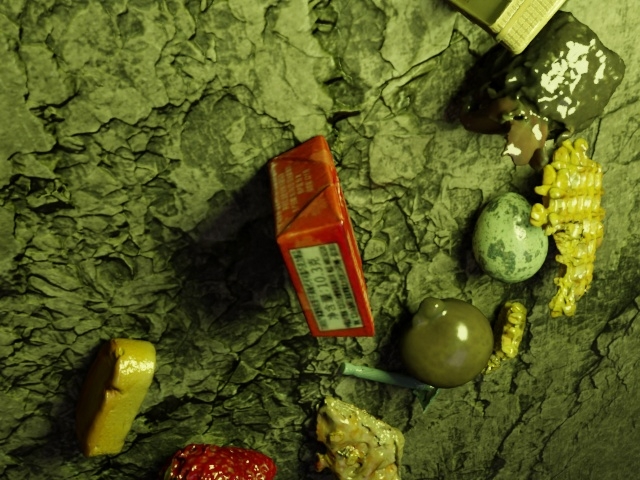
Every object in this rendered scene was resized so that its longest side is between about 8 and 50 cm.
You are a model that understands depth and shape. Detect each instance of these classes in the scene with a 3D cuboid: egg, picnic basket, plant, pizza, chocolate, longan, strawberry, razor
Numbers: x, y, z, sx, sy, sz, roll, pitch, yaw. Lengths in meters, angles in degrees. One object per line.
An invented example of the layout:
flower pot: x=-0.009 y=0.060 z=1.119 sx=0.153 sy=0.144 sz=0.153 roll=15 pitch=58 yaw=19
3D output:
egg: x=0.340 y=-0.005 z=1.301 sx=0.132 sy=0.132 sz=0.172 roll=-13 pitch=116 yaw=-12
picnic basket: x=0.244 y=-0.345 z=0.986 sx=0.079 sy=0.164 sz=0.115 roll=20 pitch=116 yaw=-43
plant: x=0.332 y=-0.221 z=1.098 sx=0.178 sy=0.204 sz=0.234 roll=30 pitch=99 yaw=-26
pizza: x=0.076 y=0.450 z=1.528 sx=0.189 sy=0.071 sz=0.297 roll=-10 pitch=110 yaw=6
chocolate: x=0.000 y=0.000 z=1.105 sx=0.108 sy=0.235 sz=0.237 roll=-14 pitch=130 yaw=2
longan: x=0.237 y=0.189 z=1.387 sx=0.185 sy=0.159 sz=0.204 roll=-26 pitch=122 yaw=-2
strawberry: x=-0.197 y=0.493 z=1.449 sx=0.244 sy=0.205 sz=0.205 roll=-12 pitch=132 yaw=-42
razor: x=0.146 y=0.281 z=1.493 sx=0.232 sy=0.068 sz=0.106 roll=18 pitch=116 yaw=-24

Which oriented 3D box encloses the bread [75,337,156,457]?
bread: x=-0.359 y=0.274 z=1.247 sx=0.094 sy=0.102 sz=0.245 roll=10 pitch=122 yaw=-31

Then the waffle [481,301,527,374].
waffle: x=0.370 y=0.201 z=1.452 sx=0.051 sy=0.194 sz=0.149 roll=20 pitch=79 yaw=4

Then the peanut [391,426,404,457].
peanut: x=0.122 y=0.496 z=1.623 sx=0.082 sy=0.082 sz=0.187 roll=32 pitch=109 yaw=-37

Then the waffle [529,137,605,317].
waffle: x=0.454 y=-0.031 z=1.285 sx=0.260 sy=0.069 sz=0.293 roll=-55 pitch=137 yaw=-33
